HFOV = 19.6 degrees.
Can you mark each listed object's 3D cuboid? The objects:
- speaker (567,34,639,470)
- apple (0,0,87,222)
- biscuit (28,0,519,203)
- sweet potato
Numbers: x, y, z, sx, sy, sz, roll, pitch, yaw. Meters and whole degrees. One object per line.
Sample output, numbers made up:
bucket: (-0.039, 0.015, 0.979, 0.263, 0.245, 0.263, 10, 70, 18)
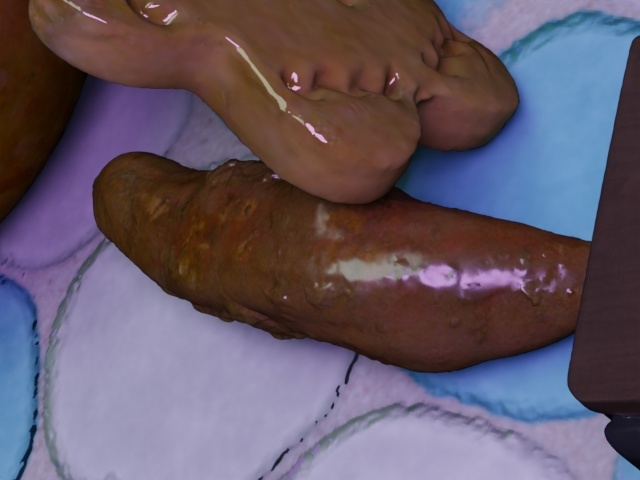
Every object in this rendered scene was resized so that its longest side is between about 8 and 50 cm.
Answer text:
speaker: (0.238, 0.014, 0.692, 0.231, 0.153, 0.192, -3, 62, 38)
apple: (-0.315, -0.156, 1.117, 0.400, 0.333, 0.400, 1, 93, 30)
biscuit: (-0.061, -0.157, 0.933, 0.355, 0.275, 0.052, 44, 124, 17)
sweet potato: (-0.006, 0.006, 0.932, 0.354, 0.095, 0.106, 9, 30, 39)
